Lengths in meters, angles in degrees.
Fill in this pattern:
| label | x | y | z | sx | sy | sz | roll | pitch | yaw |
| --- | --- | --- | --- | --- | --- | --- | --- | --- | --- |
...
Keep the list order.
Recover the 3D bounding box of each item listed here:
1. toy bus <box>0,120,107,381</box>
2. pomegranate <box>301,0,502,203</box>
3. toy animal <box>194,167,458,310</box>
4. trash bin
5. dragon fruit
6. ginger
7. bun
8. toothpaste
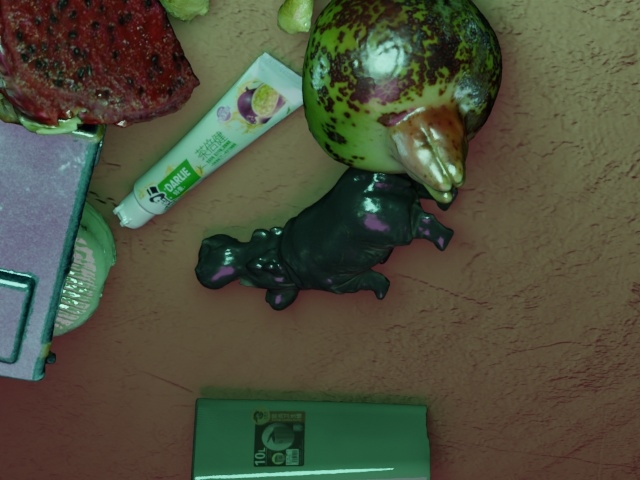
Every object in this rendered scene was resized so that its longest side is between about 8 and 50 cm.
| label | x | y | z | sx | sy | sz | roll | pitch | yaw |
| --- | --- | --- | --- | --- | --- | --- | --- | --- | --- |
| toy bus | -0.337 | -0.021 | 1.517 | 0.161 | 0.194 | 0.323 | 13 | 109 | -12 |
| pomegranate | 0.086 | -0.138 | 1.363 | 0.214 | 0.248 | 0.214 | -11 | 142 | -9 |
| toy animal | 0.008 | 0.010 | 1.679 | 0.343 | 0.106 | 0.168 | -26 | 133 | 38 |
| trash bin | -0.009 | 0.339 | 2.056 | 0.343 | 0.158 | 0.223 | -4 | 142 | 2 |
| dragon fruit | -0.280 | -0.216 | 1.331 | 0.152 | 0.205 | 0.317 | 6 | 135 | 35 |
| ginger | -0.088 | -0.271 | 1.379 | 0.193 | 0.052 | 0.176 | 29 | 126 | -10 |
| bun | -0.363 | 0.013 | 1.694 | 0.221 | 0.108 | 0.221 | -2 | 117 | -5 |
| toothpaste | -0.130 | -0.107 | 1.594 | 0.314 | 0.056 | 0.058 | -37 | 166 | 36 |
